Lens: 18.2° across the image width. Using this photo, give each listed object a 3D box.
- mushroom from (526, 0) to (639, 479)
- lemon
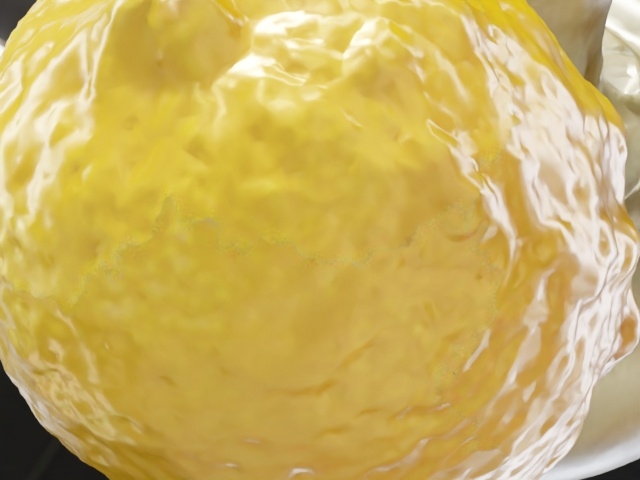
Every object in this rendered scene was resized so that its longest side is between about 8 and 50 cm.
[{"bbox_3d":[0.051,-0.037,0.619,0.207,0.207,0.215,2,-47,-2],"label":"mushroom"},{"bbox_3d":[0.000,0.000,0.449,0.142,0.142,0.187,-34,-43,9],"label":"lemon"}]
